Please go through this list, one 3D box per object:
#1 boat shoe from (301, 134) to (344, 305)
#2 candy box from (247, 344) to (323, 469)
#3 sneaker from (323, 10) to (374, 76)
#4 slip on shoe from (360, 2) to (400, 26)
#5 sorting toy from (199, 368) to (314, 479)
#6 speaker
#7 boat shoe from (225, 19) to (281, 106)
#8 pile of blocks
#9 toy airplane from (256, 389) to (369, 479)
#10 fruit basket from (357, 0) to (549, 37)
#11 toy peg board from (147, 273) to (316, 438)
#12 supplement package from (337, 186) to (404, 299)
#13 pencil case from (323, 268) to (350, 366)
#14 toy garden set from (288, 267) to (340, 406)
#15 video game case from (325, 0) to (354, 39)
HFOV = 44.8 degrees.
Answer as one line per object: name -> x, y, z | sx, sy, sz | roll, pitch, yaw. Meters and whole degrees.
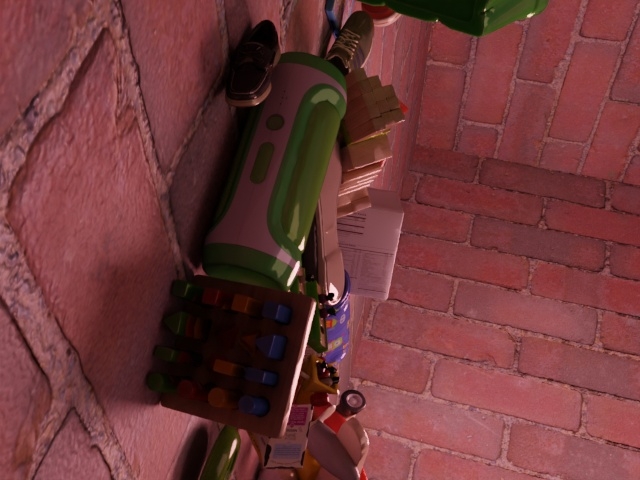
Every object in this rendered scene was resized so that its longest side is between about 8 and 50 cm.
boat shoe -> -0.022, -0.051, 1.315 | 0.112, 0.095, 0.335 | -22, 113, -63
candy box -> -0.064, 0.237, 1.291 | 0.159, 0.071, 0.234 | -144, -119, -68
sneaker -> 0.044, -0.326, 1.382 | 0.086, 0.064, 0.192 | 17, 95, -81
slip on shoe -> 0.135, -0.591, 1.533 | 0.101, 0.123, 0.331 | 8, 95, -57
sorting toy -> -0.095, 0.322, 1.120 | 0.127, 0.126, 0.366 | 91, 19, -74
speaker -> -0.054, -0.086, 0.982 | 0.131, 0.131, 0.297 | 78, 26, -68
boat shoe -> -0.081, -0.209, 0.906 | 0.152, 0.056, 0.049 | -81, 171, -49
pile of blocks -> 0.066, -0.174, 1.386 | 0.112, 0.149, 0.362 | -19, 156, -26
toy airplane -> 0.004, 0.516, 1.627 | 0.384, 0.272, 0.386 | -171, -102, -68
fruit basket -> 0.176, -0.465, 1.115 | 0.283, 0.392, 0.392 | 92, 14, -46
toy peg board -> -0.108, 0.122, 0.868 | 0.079, 0.160, 0.161 | 32, 69, -63
supplement package -> 0.093, -0.003, 1.759 | 0.194, 0.149, 0.203 | -86, -175, -72
pencil case -> -0.003, 0.157, 1.585 | 0.133, 0.119, 0.306 | -30, 152, -15
toy garden set -> -0.035, 0.102, 1.086 | 0.244, 0.049, 0.204 | 48, 31, -50
video game case -> 0.039, -0.438, 1.404 | 0.166, 0.015, 0.119 | 37, 65, -80
